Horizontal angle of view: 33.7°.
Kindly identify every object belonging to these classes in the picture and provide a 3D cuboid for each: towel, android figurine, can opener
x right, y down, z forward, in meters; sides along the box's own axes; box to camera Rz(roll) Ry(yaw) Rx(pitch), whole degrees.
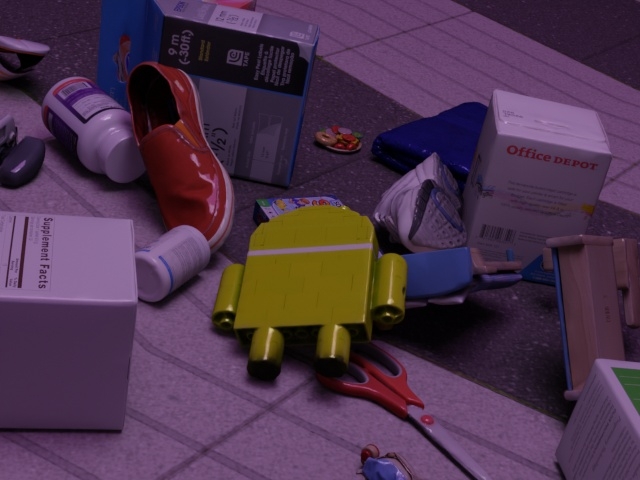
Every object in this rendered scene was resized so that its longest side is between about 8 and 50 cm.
[{"bbox_3d":[0.265,-0.161,1.891,0.228,0.076,0.308,25,33,35],"label":"towel"},{"bbox_3d":[-0.014,0.055,1.341,0.248,0.056,0.273,-5,46,12],"label":"android figurine"},{"bbox_3d":[-0.479,-0.093,1.497,0.095,0.076,0.283,14,31,5],"label":"can opener"}]

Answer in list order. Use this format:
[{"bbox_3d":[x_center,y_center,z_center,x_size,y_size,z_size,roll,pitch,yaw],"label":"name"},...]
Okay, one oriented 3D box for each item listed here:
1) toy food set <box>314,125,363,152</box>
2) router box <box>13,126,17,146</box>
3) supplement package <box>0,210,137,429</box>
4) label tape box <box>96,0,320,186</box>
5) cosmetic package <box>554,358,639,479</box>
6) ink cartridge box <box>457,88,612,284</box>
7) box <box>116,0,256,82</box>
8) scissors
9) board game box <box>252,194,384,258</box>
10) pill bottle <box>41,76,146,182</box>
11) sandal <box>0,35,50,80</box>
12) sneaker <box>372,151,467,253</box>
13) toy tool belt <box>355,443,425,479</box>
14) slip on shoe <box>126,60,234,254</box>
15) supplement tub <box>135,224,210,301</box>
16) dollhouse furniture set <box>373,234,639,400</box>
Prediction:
[{"bbox_3d":[0.034,-0.181,1.882,0.083,0.020,0.082,18,31,11],"label":"toy food set"},{"bbox_3d":[-0.539,-0.156,1.617,0.092,0.038,0.122,22,32,16],"label":"router box"},{"bbox_3d":[-0.353,0.082,1.143,0.293,0.177,0.175,4,31,-14],"label":"supplement package"},{"bbox_3d":[-0.194,-0.245,1.681,0.348,0.249,0.115,10,30,-3],"label":"label tape box"},{"bbox_3d":[0.403,0.297,1.078,0.197,0.155,0.365,6,29,-15],"label":"cosmetic package"},{"bbox_3d":[0.317,-0.081,1.603,0.171,0.232,0.168,11,30,-2],"label":"ink cartridge box"},{"bbox_3d":[-0.247,-0.370,1.971,0.142,0.154,0.300,19,32,12],"label":"box"},{"bbox_3d":[0.121,0.202,1.265,0.297,0.021,0.109,29,32,30],"label":"scissors"},{"bbox_3d":[0.000,0.000,1.550,0.136,0.035,0.201,-5,34,-26],"label":"board game box"},{"bbox_3d":[-0.344,-0.169,1.640,0.108,0.108,0.193,-14,39,-37],"label":"pill bottle"},{"bbox_3d":[-0.563,-0.319,1.863,0.102,0.076,0.265,5,7,-41],"label":"sandal"},{"bbox_3d":[0.142,-0.034,1.572,0.111,0.129,0.297,58,16,-9],"label":"sneaker"},{"bbox_3d":[0.067,0.251,1.135,0.083,0.052,0.051,31,27,31],"label":"toy tool belt"},{"bbox_3d":[-0.210,-0.119,1.512,0.101,0.123,0.331,26,40,-54],"label":"slip on shoe"},{"bbox_3d":[-0.202,0.030,1.393,0.071,0.071,0.107,24,32,20],"label":"supplement tub"},{"bbox_3d":[0.254,0.109,1.432,0.303,0.198,0.286,-7,-5,31],"label":"dollhouse furniture set"}]
